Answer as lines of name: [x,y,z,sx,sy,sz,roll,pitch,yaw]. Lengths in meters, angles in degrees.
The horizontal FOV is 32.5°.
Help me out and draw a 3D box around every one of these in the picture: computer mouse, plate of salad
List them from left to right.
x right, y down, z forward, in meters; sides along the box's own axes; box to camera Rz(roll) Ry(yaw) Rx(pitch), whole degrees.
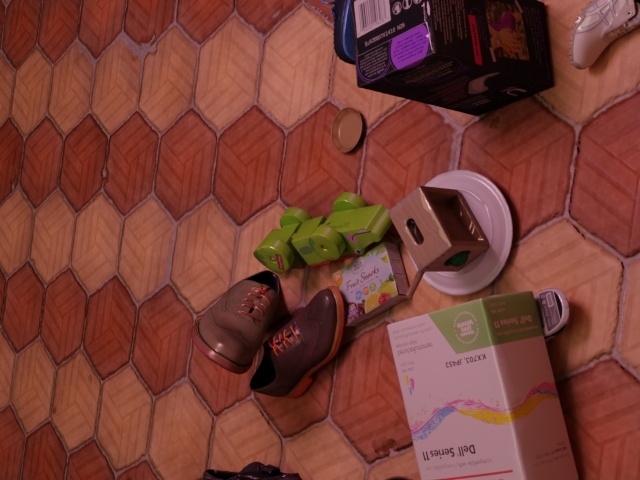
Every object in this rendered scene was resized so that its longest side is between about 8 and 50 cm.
plate of salad: [0.223,-0.012,1.750,0.200,0.048,0.200,-1,89,39]
computer mouse: [0.310,0.130,1.636,0.193,0.042,0.106,-34,55,48]

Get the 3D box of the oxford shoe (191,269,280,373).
oxford shoe: [-0.143,0.132,1.982,0.130,0.123,0.348,-54,8,13]

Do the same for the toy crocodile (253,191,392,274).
toy crocodile: [0.000,0.000,1.963,0.340,0.105,0.115,-14,34,43]

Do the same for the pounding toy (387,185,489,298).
pounding toy: [0.172,0.004,1.675,0.100,0.130,0.141,-40,65,32]

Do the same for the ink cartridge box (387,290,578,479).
ink cartridge box: [0.239,0.269,1.599,0.207,0.119,0.353,-22,77,47]

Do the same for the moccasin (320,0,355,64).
moccasin: [0.086,-0.464,1.929,0.117,0.138,0.342,1,71,53]

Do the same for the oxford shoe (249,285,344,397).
oxford shoe: [-0.041,0.188,1.964,0.271,0.098,0.097,-62,41,32]

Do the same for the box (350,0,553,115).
box: [0.198,-0.294,1.645,0.165,0.270,0.143,-17,72,47]

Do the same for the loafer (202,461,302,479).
loafer: [-0.142,0.456,2.065,0.302,0.109,0.095,-27,61,47]

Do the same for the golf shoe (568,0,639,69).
golf shoe: [0.417,-0.315,1.556,0.086,0.069,0.176,41,116,37]

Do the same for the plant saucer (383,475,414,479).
plant saucer: [0.142,0.482,1.781,0.198,0.036,0.198,-8,79,49]

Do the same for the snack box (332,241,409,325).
snack box: [0.087,0.077,1.899,0.141,0.037,0.100,-35,59,41]

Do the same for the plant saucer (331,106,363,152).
plant saucer: [0.052,-0.200,1.996,0.083,0.015,0.083,-10,77,48]
